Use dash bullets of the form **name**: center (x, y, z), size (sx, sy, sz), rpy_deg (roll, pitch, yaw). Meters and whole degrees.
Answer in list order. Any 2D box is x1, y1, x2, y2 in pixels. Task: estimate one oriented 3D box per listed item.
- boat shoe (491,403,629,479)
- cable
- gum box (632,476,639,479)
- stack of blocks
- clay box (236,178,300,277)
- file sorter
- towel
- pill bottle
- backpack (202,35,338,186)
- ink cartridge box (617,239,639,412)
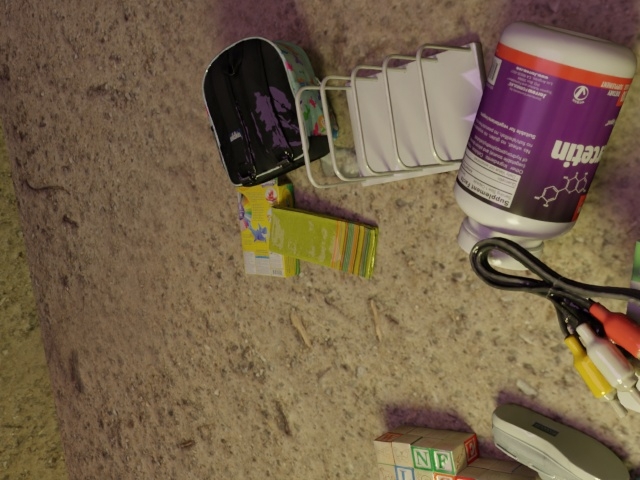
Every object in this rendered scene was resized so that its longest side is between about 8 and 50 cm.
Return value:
- **boat shoe**: center (0.369, 0.339, 1.084), size (0.227, 0.079, 0.081), rpy_deg (24, 123, 44)
- **cable**: center (0.305, 0.077, 0.860), size (0.287, 0.072, 0.140), rpy_deg (43, 130, 25)
- **gum box**: center (0.486, 0.433, 1.010), size (0.157, 0.041, 0.184), rpy_deg (56, 131, 19)
- **stack of blocks**: center (0.244, 0.431, 1.206), size (0.297, 0.087, 0.171), rpy_deg (-6, 94, 44)
- **clay box**: center (-0.112, -0.037, 1.467), size (0.127, 0.053, 0.222), rpy_deg (3, 99, 41)
- **file sorter**: center (0.114, -0.196, 1.137), size (0.277, 0.173, 0.193), rpy_deg (-7, 94, 44)
- **towel**: center (0.000, 0.000, 1.354), size (0.237, 0.021, 0.102), rpy_deg (14, 105, 28)
- **pill bottle**: center (0.298, -0.128, 0.970), size (0.181, 0.181, 0.323), rpy_deg (31, 119, 35)
- **backpack**: center (-0.098, -0.251, 1.309), size (0.225, 0.191, 0.254), rpy_deg (-21, 92, 33)
- **ink cartridge box**: center (0.459, 0.103, 0.882), size (0.092, 0.160, 0.220), rpy_deg (16, 109, 43)
